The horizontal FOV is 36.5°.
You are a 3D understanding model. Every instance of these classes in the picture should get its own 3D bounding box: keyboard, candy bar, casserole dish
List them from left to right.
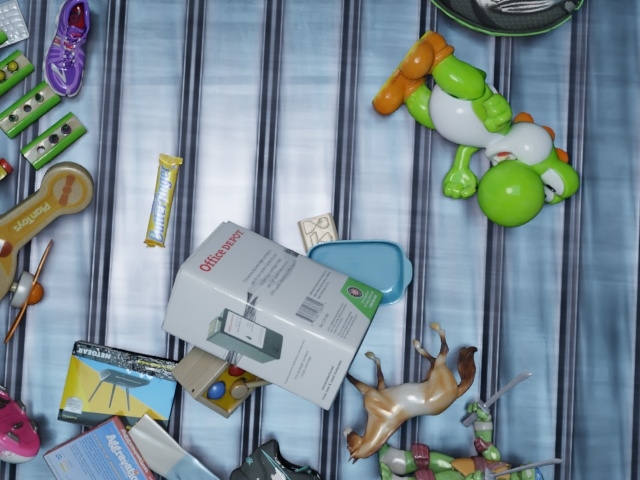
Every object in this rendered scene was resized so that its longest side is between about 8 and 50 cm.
[{"bbox_3d":[-0.622,-0.331,1.631,0.256,0.014,0.072,-21,88,-4],"label":"keyboard"},{"bbox_3d":[-0.266,-0.065,1.633,0.040,0.018,0.161,10,86,-2],"label":"candy bar"},{"bbox_3d":[0.058,0.052,1.625,0.188,0.037,0.114,-1,101,-2],"label":"casserole dish"}]

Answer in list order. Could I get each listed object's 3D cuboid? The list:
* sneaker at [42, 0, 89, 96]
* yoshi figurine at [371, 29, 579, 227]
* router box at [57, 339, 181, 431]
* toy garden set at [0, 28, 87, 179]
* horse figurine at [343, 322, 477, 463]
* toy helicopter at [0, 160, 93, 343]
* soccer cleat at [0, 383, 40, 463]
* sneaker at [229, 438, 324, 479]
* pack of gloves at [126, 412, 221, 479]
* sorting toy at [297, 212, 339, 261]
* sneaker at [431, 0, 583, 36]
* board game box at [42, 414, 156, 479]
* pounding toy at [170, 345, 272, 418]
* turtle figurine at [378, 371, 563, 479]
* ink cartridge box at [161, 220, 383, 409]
[{"bbox_3d":[-0.417,-0.324,1.604,0.068,0.071,0.170,6,87,-24],"label":"sneaker"},{"bbox_3d":[0.255,-0.158,1.588,0.362,0.203,0.203,38,102,-3],"label":"yoshi figurine"},{"bbox_3d":[-0.329,0.248,1.600,0.179,0.046,0.133,12,87,-2],"label":"router box"},{"bbox_3d":[-0.540,-0.214,1.585,0.204,0.049,0.244,-42,94,-15],"label":"toy garden set"},{"bbox_3d":[0.145,0.239,1.582,0.263,0.066,0.174,-18,55,-1],"label":"horse figurine"},{"bbox_3d":[-0.498,0.010,1.553,0.355,0.140,0.235,-36,112,8],"label":"toy helicopter"},{"bbox_3d":[-0.606,0.271,1.566,0.331,0.116,0.143,38,102,2],"label":"soccer cleat"},{"bbox_3d":[-0.020,0.437,1.580,0.267,0.101,0.106,40,84,-1],"label":"sneaker"},{"bbox_3d":[-0.256,0.419,1.599,0.232,0.046,0.195,42,106,-2],"label":"pack of gloves"},{"bbox_3d":[0.000,0.000,1.645,0.062,0.012,0.083,-15,88,-1],"label":"sorting toy"},{"bbox_3d":[0.216,-0.498,1.585,0.483,0.202,0.185,32,87,-1],"label":"sneaker"},{"bbox_3d":[-0.319,0.435,1.571,0.145,0.027,0.281,-28,94,15],"label":"board game box"},{"bbox_3d":[-0.138,0.218,1.573,0.130,0.141,0.100,-48,53,-4],"label":"pounding toy"},{"bbox_3d":[0.227,0.331,1.553,0.266,0.274,0.198,-4,53,1],"label":"turtle figurine"},{"bbox_3d":[-0.071,0.108,1.515,0.289,0.211,0.121,25,117,6],"label":"ink cartridge box"}]
